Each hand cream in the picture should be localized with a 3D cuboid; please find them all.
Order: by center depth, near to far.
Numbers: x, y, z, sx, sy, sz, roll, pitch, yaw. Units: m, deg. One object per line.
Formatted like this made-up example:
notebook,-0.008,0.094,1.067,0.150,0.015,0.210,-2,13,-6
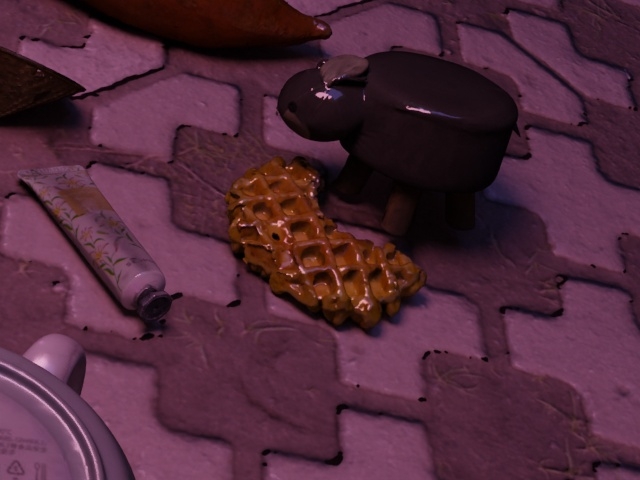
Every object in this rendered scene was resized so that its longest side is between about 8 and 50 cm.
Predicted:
hand cream,-0.185,-0.006,1.364,0.067,0.042,0.194,-13,47,-36

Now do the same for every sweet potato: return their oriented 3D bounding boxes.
sweet potato,-0.153,-0.258,1.618,0.359,0.112,0.112,15,39,-16

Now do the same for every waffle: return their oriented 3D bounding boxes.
waffle,0.001,-0.003,1.449,0.194,0.051,0.149,36,42,15

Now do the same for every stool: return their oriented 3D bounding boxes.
stool,0.071,-0.098,1.506,0.228,0.139,0.153,17,24,0

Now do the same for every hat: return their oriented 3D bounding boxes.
hat,-0.289,-0.133,1.445,0.146,0.067,0.146,21,-3,1

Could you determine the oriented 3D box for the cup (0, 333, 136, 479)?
cup,-0.221,0.184,0.941,0.259,0.274,0.357,27,39,2
